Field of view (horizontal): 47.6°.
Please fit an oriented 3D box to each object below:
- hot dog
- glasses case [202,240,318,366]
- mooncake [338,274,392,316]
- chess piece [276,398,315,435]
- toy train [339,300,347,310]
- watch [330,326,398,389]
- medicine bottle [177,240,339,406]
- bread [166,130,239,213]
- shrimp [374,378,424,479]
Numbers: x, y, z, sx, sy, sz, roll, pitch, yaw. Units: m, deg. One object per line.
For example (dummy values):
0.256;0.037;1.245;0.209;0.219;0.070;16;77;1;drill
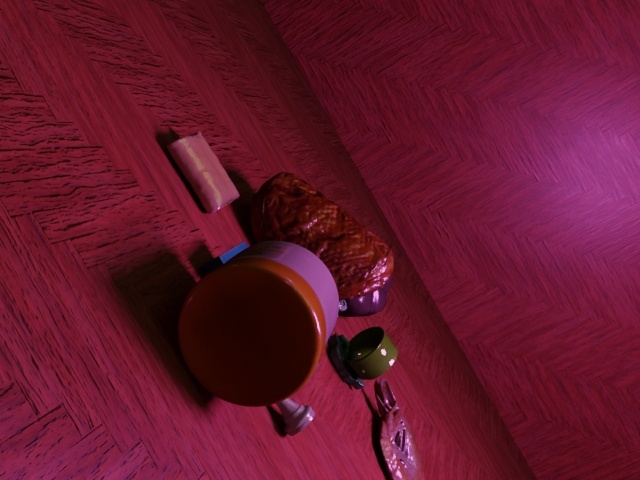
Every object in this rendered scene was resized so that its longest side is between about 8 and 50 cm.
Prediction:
0.000;0.000;1.784;0.387;0.174;0.267;39;38;11;hot dog
-0.120;0.156;1.450;0.301;0.070;0.117;58;27;-2;glasses case
0.100;0.102;2.035;0.245;0.133;0.245;8;80;-50;mooncake
-0.067;0.311;1.371;0.103;0.067;0.067;49;16;-6;chess piece
-0.023;0.113;1.844;0.159;0.101;0.248;33;26;-28;toy train
0.111;0.277;1.839;0.131;0.152;0.165;53;18;-16;watch
-0.099;0.133;1.253;0.238;0.238;0.232;59;13;-5;medicine bottle
-0.256;-0.150;1.605;0.178;0.060;0.139;58;15;-8;bread
0.185;0.498;1.816;0.168;0.077;0.317;24;41;-61;shrimp
